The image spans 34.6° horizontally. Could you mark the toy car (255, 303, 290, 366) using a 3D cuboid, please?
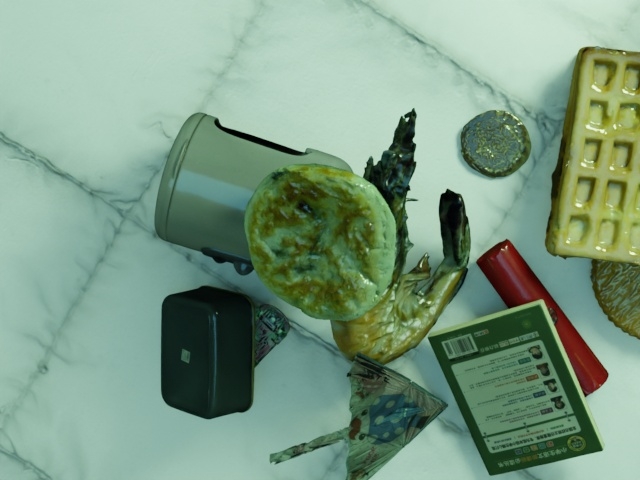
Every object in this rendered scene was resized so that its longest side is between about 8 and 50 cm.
[{"bbox_3d":[-0.106,0.161,1.702,0.069,0.055,0.142,44,122,1],"label":"toy car"}]

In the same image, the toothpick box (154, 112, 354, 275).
[{"bbox_3d":[-0.083,-0.047,1.587,0.316,0.229,0.229,18,100,2],"label":"toothpick box"}]

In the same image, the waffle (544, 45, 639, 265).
[{"bbox_3d":[0.469,-0.122,1.554,0.224,0.098,0.328,9,95,11],"label":"waffle"}]

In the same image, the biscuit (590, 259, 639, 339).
[{"bbox_3d":[0.553,0.045,1.620,0.254,0.035,0.254,1,97,6],"label":"biscuit"}]

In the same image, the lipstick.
[{"bbox_3d":[0.355,0.127,1.638,0.073,0.073,0.280,-36,94,10],"label":"lipstick"}]

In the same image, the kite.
[{"bbox_3d":[0.065,0.301,1.659,0.314,0.011,0.335,-13,128,-17],"label":"kite"}]

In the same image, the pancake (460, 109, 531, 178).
[{"bbox_3d":[0.278,-0.153,1.633,0.114,0.011,0.115,1,99,6],"label":"pancake"}]

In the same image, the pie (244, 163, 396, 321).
[{"bbox_3d":[0.000,0.000,1.444,0.240,0.054,0.241,7,111,18],"label":"pie"}]

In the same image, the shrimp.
[{"bbox_3d":[0.137,0.002,1.542,0.272,0.085,0.445,-19,128,-29],"label":"shrimp"}]

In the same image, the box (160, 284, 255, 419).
[{"bbox_3d":[-0.186,0.182,1.666,0.144,0.090,0.201,11,102,39],"label":"box"}]

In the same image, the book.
[{"bbox_3d":[0.311,0.241,1.645,0.202,0.027,0.264,-21,100,27],"label":"book"}]
